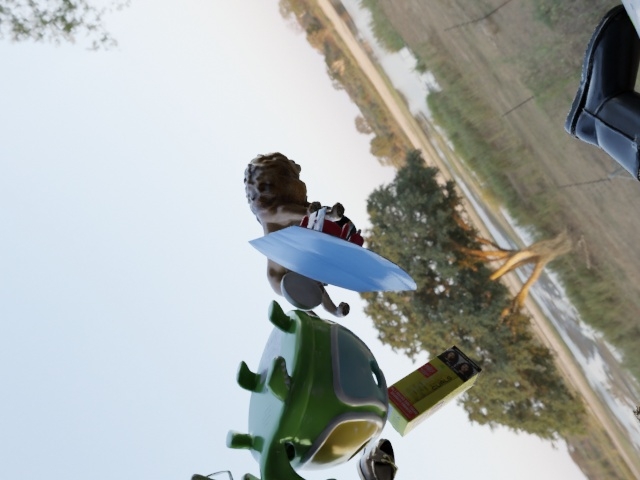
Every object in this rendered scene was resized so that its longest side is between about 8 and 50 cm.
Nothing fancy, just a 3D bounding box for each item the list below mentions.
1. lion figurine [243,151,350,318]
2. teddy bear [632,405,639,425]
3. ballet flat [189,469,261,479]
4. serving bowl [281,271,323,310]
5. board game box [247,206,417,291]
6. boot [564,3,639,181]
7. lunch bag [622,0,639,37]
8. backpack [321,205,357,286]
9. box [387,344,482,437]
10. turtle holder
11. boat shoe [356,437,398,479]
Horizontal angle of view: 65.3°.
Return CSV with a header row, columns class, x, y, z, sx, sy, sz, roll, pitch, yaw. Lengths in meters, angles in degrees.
class,x,y,z,sx,sy,sz,roll,pitch,yaw
lion figurine,-0.066,0.010,1.063,0.142,0.240,0.392,-9,-76,-49
teddy bear,0.655,0.328,0.747,0.338,0.245,0.113,39,-121,-19
ballet flat,-0.135,0.405,0.822,0.168,0.057,0.052,18,-140,-30
serving bowl,-0.037,0.096,0.901,0.083,0.027,0.083,26,-150,-16
board game box,0.014,0.008,0.471,0.133,0.033,0.169,26,162,-22
boot,0.533,-0.244,0.837,0.207,0.094,0.246,-118,26,-51
lunch bag,0.335,-0.208,0.433,0.176,0.090,0.219,-22,-95,-61
backpack,0.000,0.000,1.234,0.158,0.173,0.117,33,-174,-9
box,0.227,0.307,1.042,0.087,0.232,0.058,43,139,35
turtle holder,-0.005,0.262,0.809,0.227,0.243,0.320,20,-171,-17
boat shoe,0.179,0.680,1.505,0.116,0.097,0.324,55,-179,9
